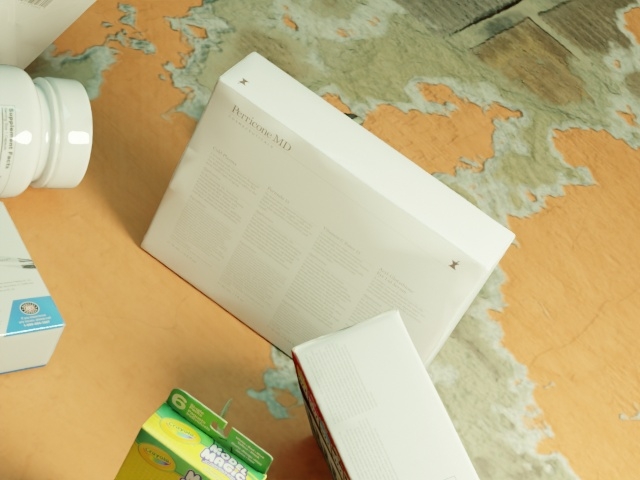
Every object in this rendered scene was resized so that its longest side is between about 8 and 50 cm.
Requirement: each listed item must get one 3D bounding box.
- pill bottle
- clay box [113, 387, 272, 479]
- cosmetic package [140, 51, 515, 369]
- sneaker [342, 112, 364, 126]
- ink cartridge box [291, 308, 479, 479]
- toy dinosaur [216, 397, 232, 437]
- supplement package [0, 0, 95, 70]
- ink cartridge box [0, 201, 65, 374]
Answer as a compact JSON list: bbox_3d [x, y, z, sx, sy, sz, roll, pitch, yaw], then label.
[{"bbox_3d":[-0.423,-0.130,1.915,0.283,0.160,0.160,1,48,-30],"label":"pill bottle"},{"bbox_3d":[-0.143,0.257,1.632,0.127,0.222,0.053,35,41,7],"label":"clay box"},{"bbox_3d":[0.000,0.000,1.929,0.377,0.284,0.097,36,41,7],"label":"cosmetic package"},{"bbox_3d":[-0.041,-0.146,2.208,0.118,0.083,0.222,43,43,16],"label":"sneaker"},{"bbox_3d":[0.094,0.282,1.777,0.130,0.272,0.309,-21,55,-6],"label":"ink cartridge box"},{"bbox_3d":[-0.106,0.264,1.791,0.092,0.053,0.183,5,51,-47],"label":"toy dinosaur"},{"bbox_3d":[-0.448,-0.387,2.085,0.177,0.175,0.293,6,50,-59],"label":"supplement package"},{"bbox_3d":[-0.389,0.054,1.806,0.139,0.082,0.191,-8,52,-36],"label":"ink cartridge box"}]
